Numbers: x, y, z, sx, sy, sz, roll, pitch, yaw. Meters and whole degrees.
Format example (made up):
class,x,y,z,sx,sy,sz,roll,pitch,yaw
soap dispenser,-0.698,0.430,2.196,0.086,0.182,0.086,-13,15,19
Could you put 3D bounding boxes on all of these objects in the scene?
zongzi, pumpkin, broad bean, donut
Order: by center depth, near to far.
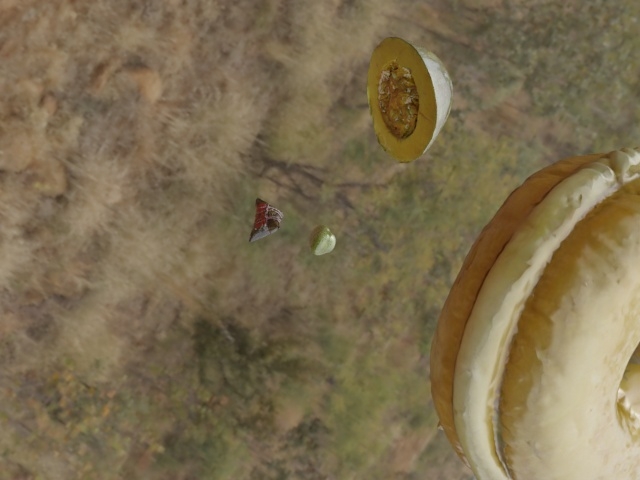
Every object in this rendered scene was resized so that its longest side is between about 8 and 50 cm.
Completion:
class,x,y,z,sx,sy,sz,roll,pitch,yaw
donut,0.296,0.109,0.973,0.449,0.198,0.448,-20,122,-35
pumpkin,0.169,-0.249,1.527,0.110,0.217,0.217,-17,141,-32
zongzi,-0.093,-0.033,1.643,0.067,0.073,0.083,39,61,-35
broad bean,0.000,0.000,1.726,0.083,0.045,0.063,-147,-107,-71
